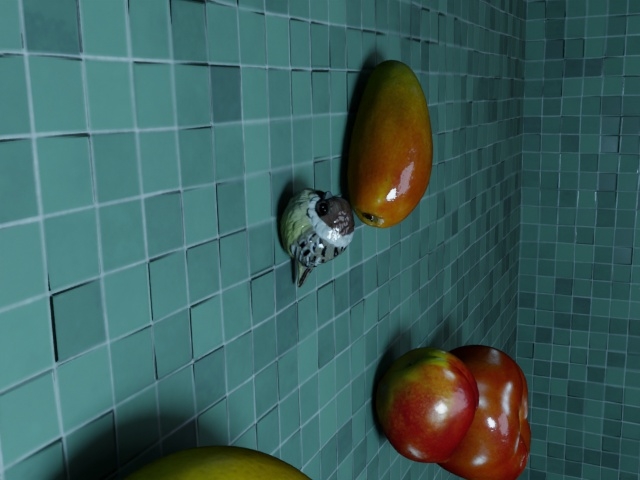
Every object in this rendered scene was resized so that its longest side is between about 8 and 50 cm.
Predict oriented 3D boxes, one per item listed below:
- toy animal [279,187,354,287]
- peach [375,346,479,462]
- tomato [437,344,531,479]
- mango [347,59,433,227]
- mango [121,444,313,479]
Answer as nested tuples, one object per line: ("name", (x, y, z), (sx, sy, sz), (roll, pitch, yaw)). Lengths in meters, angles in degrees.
("toy animal", (0.000, 0.000, 0.947), (0.098, 0.098, 0.137), (-34, 124, -60))
("peach", (0.195, 0.295, 1.307), (0.192, 0.190, 0.190), (64, 34, -16))
("tomato", (0.321, 0.364, 1.544), (0.298, 0.226, 0.299), (11, 77, -61))
("mango", (0.108, -0.159, 1.129), (0.146, 0.129, 0.289), (32, 56, -61))
("mango", (-0.086, 0.329, 0.672), (0.378, 0.221, 0.264), (50, 52, -45))
